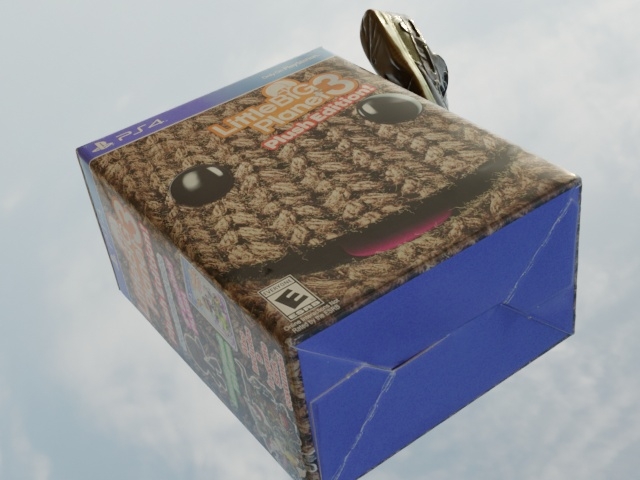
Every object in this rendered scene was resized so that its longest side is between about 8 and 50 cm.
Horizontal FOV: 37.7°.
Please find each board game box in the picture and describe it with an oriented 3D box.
[{"bbox_3d":[0.000,0.000,0.681,0.291,0.232,0.141,36,-35,44],"label":"board game box"}]

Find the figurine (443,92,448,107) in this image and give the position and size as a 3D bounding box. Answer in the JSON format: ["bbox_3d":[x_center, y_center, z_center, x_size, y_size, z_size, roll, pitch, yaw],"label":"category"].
[{"bbox_3d":[0.140,-0.161,1.452,0.215,0.092,0.209,-125,-137,-78],"label":"figurine"}]

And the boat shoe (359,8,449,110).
[{"bbox_3d":[0.082,-0.134,0.772,0.056,0.049,0.152,114,-43,-59],"label":"boat shoe"}]
